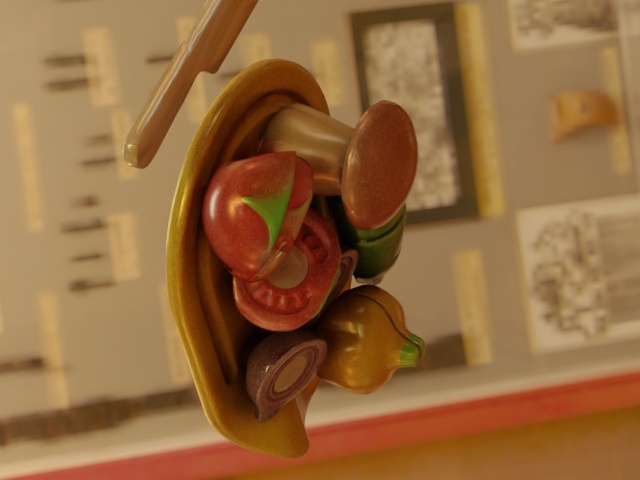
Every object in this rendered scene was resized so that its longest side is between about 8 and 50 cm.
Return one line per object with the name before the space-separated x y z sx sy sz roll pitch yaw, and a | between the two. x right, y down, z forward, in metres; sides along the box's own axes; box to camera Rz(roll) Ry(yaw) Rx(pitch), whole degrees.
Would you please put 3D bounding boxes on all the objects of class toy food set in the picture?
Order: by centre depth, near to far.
toy food set | 0.000 0.000 0.764 0.128 0.071 0.218 -58 -31 -34
